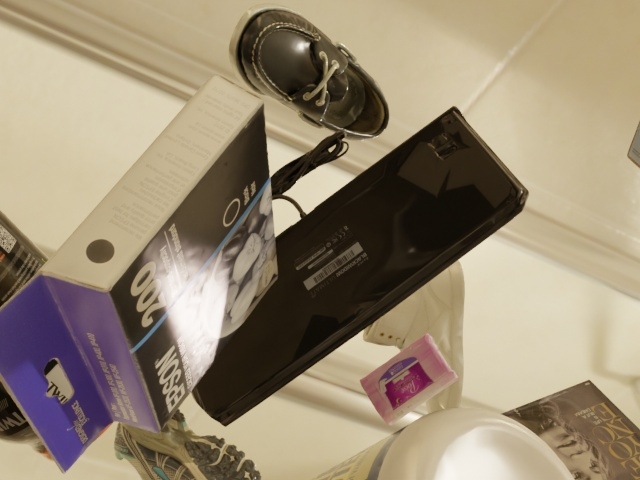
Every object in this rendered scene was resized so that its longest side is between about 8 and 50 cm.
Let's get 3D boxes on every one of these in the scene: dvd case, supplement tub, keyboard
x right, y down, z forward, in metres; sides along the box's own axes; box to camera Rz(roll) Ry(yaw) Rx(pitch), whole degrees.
[{"bbox_3d":[0.376,0.292,1.281,0.221,0.164,0.018,-128,-154,-52],"label":"dvd case"},{"bbox_3d":[-0.374,0.102,1.065,0.193,0.316,0.194,-32,-155,17],"label":"supplement tub"},{"bbox_3d":[0.000,0.000,0.772,0.317,0.033,0.201,-36,-128,6],"label":"keyboard"},{"bbox_3d":[0.057,0.298,0.773,0.316,0.228,0.228,-40,-147,40],"label":"supplement tub"}]

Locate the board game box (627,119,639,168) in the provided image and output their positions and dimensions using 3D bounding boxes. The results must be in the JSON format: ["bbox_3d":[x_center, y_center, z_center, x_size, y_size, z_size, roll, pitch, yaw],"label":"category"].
[{"bbox_3d":[0.283,-0.037,0.513,0.281,0.027,0.145,-118,-152,-48],"label":"board game box"}]

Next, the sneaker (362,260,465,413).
[{"bbox_3d":[0.151,0.177,1.539,0.108,0.169,0.293,-131,-143,-73],"label":"sneaker"}]

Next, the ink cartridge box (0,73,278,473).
[{"bbox_3d":[-0.101,0.037,0.568,0.208,0.045,0.206,-53,161,-27],"label":"ink cartridge box"}]

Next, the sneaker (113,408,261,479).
[{"bbox_3d":[-0.207,0.359,1.418,0.283,0.110,0.122,33,-69,24],"label":"sneaker"}]

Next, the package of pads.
[{"bbox_3d":[0.084,0.132,0.867,0.083,0.032,0.050,-35,-122,4],"label":"package of pads"}]

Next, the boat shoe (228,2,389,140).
[{"bbox_3d":[-0.001,-0.200,1.123,0.091,0.302,0.114,32,-80,27],"label":"boat shoe"}]
